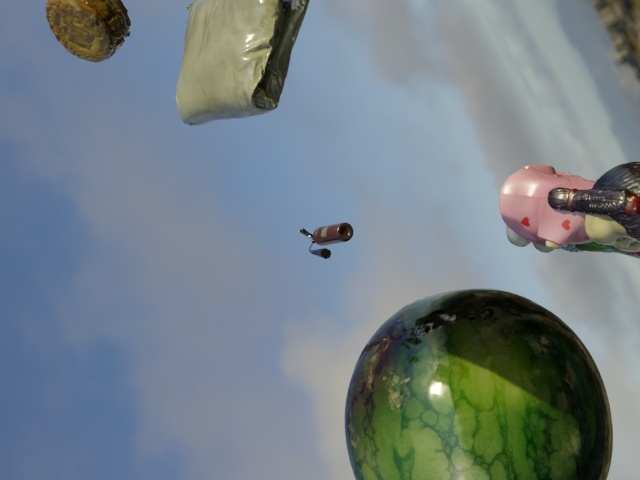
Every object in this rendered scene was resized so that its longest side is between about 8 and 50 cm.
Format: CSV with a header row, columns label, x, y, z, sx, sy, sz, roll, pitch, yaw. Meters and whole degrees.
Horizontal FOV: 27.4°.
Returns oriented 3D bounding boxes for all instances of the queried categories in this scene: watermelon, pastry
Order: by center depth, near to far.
label,x,y,z,sx,sy,sz,roll,pitch,yaw
pastry,-0.269,-0.257,1.515,0.097,0.057,0.109,26,150,25
watermelon,0.202,0.240,1.649,0.363,0.363,0.363,57,-167,-21

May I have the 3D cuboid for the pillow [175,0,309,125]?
label,x,y,z,sx,sy,sz,roll,pitch,yaw
pillow,-0.075,-0.179,1.247,0.078,0.181,0.134,20,-101,-27

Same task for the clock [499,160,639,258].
label,x,y,z,sx,sy,sz,roll,pitch,yaw
clock,0.323,-0.030,1.422,0.194,0.195,0.100,10,-94,-39

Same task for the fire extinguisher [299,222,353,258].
label,x,y,z,sx,sy,sz,roll,pitch,yaw
fire extinguisher,0.005,0.003,1.617,0.100,0.032,0.046,-12,70,64
